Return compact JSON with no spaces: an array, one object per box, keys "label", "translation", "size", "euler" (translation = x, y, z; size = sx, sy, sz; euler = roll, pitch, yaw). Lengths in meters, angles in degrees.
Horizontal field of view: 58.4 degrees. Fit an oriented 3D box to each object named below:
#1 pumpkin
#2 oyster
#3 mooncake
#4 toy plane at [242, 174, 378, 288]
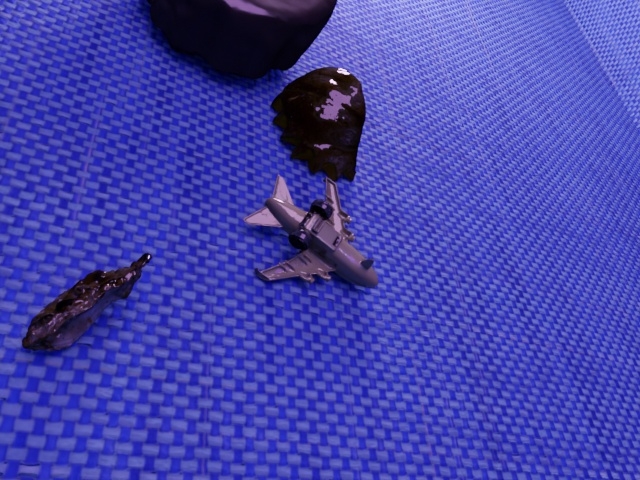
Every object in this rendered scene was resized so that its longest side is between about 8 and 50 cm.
[{"label":"pumpkin","translation":[0.000,-0.249,1.105],"size":[0.130,0.149,0.254],"euler":[-9,62,-47]},{"label":"oyster","translation":[-0.279,0.071,0.694],"size":[0.177,0.105,0.056],"euler":[-43,99,-25]},{"label":"mooncake","translation":[-0.168,-0.501,1.142],"size":[0.381,0.212,0.350],"euler":[26,50,-15]},{"label":"toy plane","translation":[0.000,0.000,0.945],"size":[0.244,0.092,0.229],"euler":[34,60,-2]}]
